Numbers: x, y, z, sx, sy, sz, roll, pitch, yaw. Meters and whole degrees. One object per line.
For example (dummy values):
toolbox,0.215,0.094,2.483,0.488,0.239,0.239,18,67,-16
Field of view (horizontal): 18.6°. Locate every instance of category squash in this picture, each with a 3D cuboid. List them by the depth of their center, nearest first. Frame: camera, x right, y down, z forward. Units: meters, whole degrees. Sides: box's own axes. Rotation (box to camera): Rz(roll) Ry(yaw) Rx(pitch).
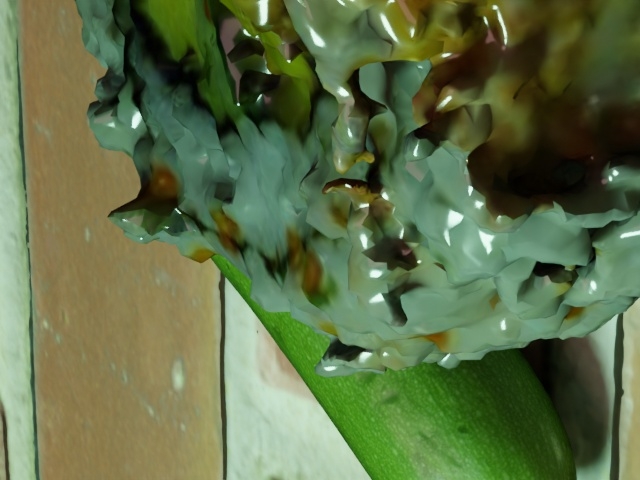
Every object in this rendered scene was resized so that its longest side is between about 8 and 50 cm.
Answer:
squash,0.000,0.000,0.943,0.379,0.101,0.101,53,138,26

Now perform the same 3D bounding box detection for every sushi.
sushi,0.001,-0.134,0.737,0.417,0.175,0.418,166,90,-72
